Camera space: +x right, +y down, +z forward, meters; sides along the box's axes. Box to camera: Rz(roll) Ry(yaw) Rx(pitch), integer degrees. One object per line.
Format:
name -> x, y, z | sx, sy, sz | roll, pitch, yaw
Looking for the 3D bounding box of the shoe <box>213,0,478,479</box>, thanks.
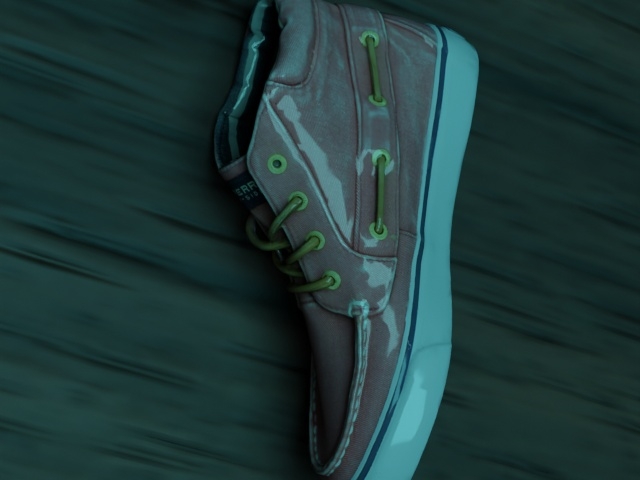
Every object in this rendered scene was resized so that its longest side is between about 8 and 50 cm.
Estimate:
shoe -> 0.000, 0.000, 0.505 | 0.081, 0.063, 0.178 | 15, 73, -21
